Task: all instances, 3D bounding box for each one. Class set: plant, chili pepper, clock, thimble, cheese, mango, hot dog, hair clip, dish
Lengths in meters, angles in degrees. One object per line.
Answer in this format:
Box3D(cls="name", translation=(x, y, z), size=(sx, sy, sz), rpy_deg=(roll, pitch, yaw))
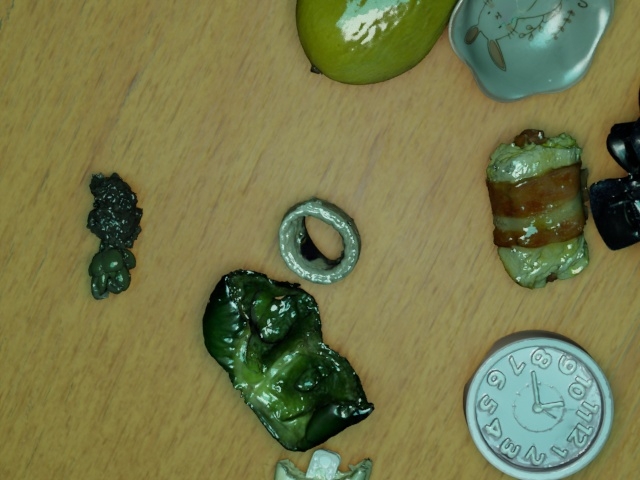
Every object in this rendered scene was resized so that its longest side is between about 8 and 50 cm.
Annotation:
Box3D(cls="plant", translation=(-0.282, -0.006, 1.810), size=(0.085, 0.087, 0.174), rpy_deg=(2, 90, 32))
Box3D(cls="chili pepper", translation=(-0.054, 0.155, 1.803), size=(0.148, 0.116, 0.264), rpy_deg=(-39, 92, 17))
Box3D(cls="clock", translation=(0.293, 0.223, 1.804), size=(0.197, 0.068, 0.196), rpy_deg=(0, 95, 2))
Box3D(cls="thimble", translation=(0.000, 0.000, 1.789), size=(0.102, 0.090, 0.115), rpy_deg=(-26, 95, 8))
Box3D(cls="cheese", translation=(-0.022, 0.394, 1.843), size=(0.127, 0.050, 0.235), rpy_deg=(18, 97, -1))
Box3D(cls="mango", translation=(0.093, -0.350, 1.734), size=(0.195, 0.142, 0.331), rpy_deg=(32, 88, -2))
Box3D(cls="hot dog", translation=(0.287, -0.042, 1.770), size=(0.146, 0.103, 0.213), rpy_deg=(-7, 105, -18))
Box3D(cls="hair clip", translation=(0.476, -0.069, 1.708), size=(0.206, 0.194, 0.310), rpy_deg=(-22, 93, -18))
Box3D(cls="dish", translation=(0.263, -0.297, 1.741), size=(0.230, 0.081, 0.229), rpy_deg=(-6, 114, -14))
